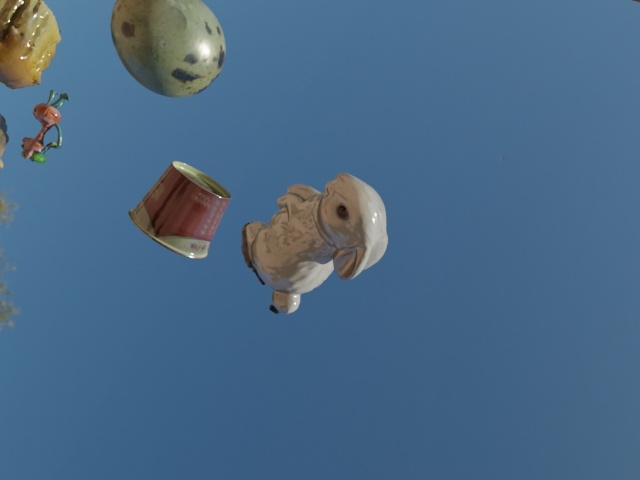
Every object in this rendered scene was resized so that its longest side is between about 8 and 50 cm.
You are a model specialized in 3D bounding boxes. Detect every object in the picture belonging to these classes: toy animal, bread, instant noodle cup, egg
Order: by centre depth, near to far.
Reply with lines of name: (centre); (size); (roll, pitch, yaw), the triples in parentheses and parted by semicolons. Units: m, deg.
bread: (-0.616, -0.418, 1.384); (0.133, 0.252, 0.174); (11, -109, 36)
toy animal: (0.000, 0.000, 1.407); (0.357, 0.194, 0.257); (-19, -93, 50)
instant noodle cup: (-0.354, -0.086, 1.798); (0.178, 0.235, 0.235); (-57, -135, 10)
toy animal: (-0.737, -0.307, 1.877); (0.103, 0.100, 0.208); (24, -92, -2)
egg: (-0.507, -0.664, 2.291); (0.345, 0.428, 0.344); (-10, -111, 28)

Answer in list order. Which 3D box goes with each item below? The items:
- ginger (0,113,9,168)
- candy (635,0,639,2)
ginger: (-0.573, -0.190, 1.163); (0.065, 0.149, 0.258); (-16, -152, -4)
candy: (0.558, -0.436, 1.171); (0.122, 0.062, 0.038); (18, -111, 8)
